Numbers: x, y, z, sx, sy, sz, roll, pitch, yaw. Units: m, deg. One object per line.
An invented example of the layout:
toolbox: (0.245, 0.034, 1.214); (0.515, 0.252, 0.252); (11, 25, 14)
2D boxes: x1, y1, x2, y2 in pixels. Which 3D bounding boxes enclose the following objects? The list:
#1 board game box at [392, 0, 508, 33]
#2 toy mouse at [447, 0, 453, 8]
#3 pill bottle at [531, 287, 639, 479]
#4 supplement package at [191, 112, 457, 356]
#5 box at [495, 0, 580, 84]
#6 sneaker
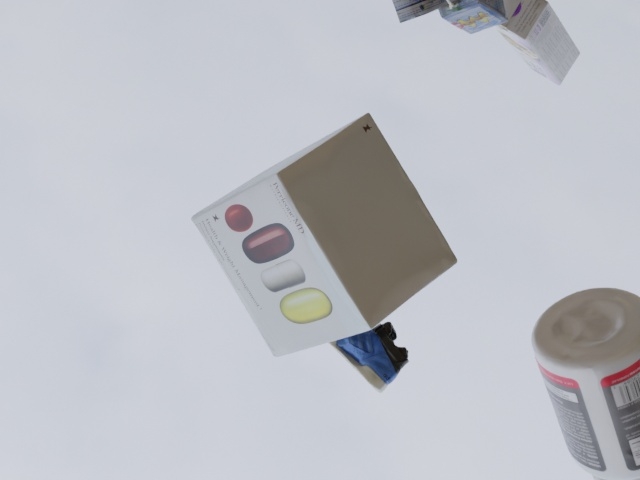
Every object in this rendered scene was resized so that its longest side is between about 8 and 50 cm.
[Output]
board game box: (0.147, -0.333, 1.435); (0.194, 0.060, 0.194); (-34, -75, -49)
toy mouse: (0.095, -0.260, 1.065); (0.161, 0.143, 0.031); (-7, -143, 19)
pill bottle: (0.434, 0.240, 1.777); (0.176, 0.318, 0.176); (-17, -148, 11)
supplement package: (0.000, 0.000, 1.334); (0.149, 0.203, 0.194); (-35, -84, -34)
box: (0.320, -0.300, 1.777); (0.063, 0.067, 0.324); (35, -171, 19)
sneaker: (0.063, 0.140, 1.741); (0.084, 0.058, 0.152); (-45, -117, -3)
